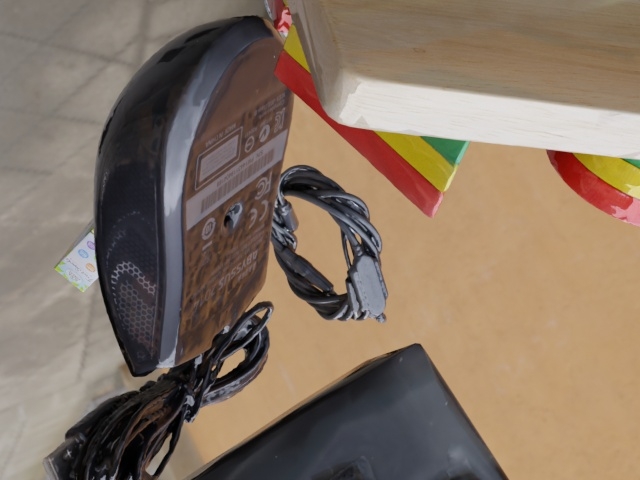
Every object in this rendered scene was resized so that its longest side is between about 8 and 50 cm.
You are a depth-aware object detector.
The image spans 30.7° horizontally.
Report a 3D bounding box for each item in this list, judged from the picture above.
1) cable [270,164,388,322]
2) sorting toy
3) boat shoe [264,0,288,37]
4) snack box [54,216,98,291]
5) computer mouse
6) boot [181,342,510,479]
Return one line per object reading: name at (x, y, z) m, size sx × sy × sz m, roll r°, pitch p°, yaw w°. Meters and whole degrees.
cable at (0.000, 0.000, 1.152) m, size 0.047 × 0.184 × 0.150 m, roll -38°, pitch -146°, yaw -27°
sorting toy at (0.089, -0.107, 0.572) m, size 0.257 × 0.255 × 0.089 m, roll 4°, pitch 133°, yaw -21°
boat shoe at (-0.044, -0.295, 0.948) m, size 0.102 × 0.301 × 0.108 m, roll -10°, pitch 167°, yaw 21°
snack box at (-0.164, -0.031, 1.015) m, size 0.100 × 0.037 × 0.141 m, roll -40°, pitch -166°, yaw 40°
computer mouse at (-0.084, -0.001, 0.640) m, size 0.188 × 0.072 × 0.272 m, roll -37°, pitch 145°, yaw -52°
boot at (-0.049, 0.308, 0.564) m, size 0.445 × 0.367 × 0.146 m, roll -31°, pitch -166°, yaw -27°
